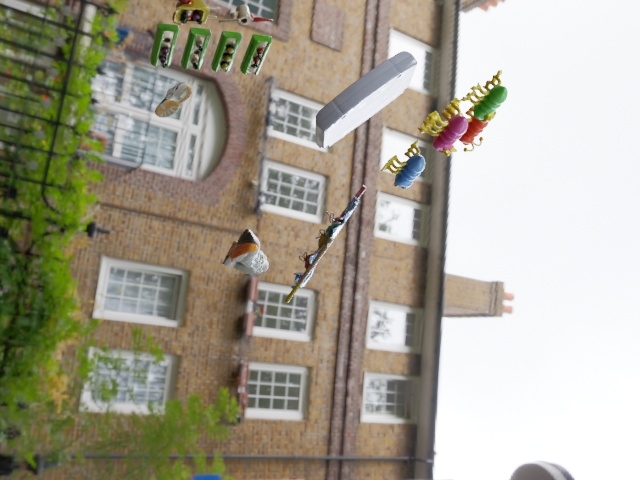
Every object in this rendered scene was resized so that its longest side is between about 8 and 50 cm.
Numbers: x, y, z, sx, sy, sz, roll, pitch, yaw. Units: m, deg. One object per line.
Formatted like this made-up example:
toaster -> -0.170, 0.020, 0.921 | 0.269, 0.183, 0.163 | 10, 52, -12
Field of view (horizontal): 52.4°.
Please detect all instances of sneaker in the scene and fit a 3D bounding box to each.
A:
sneaker -> -0.194, 0.044, 1.869 | 0.099, 0.121, 0.262 | -65, -168, -14
sneaker -> -0.276, -0.261, 1.207 | 0.083, 0.032, 0.037 | -43, -129, -13

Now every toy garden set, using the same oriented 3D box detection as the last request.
toy garden set -> -0.214, -0.415, 1.352 | 0.204, 0.244, 0.049 | 129, -47, -55

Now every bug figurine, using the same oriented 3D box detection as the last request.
bug figurine -> 0.248, -0.198, 1.211 | 0.072, 0.279, 0.216 | 50, -27, 9

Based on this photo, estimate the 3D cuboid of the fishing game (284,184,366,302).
fishing game -> 0.000, 0.000, 1.089 | 0.189, 0.041, 0.264 | -54, -178, 31

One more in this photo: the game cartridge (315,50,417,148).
game cartridge -> 0.109, -0.353, 1.633 | 0.294, 0.060, 0.196 | -37, 177, -7
